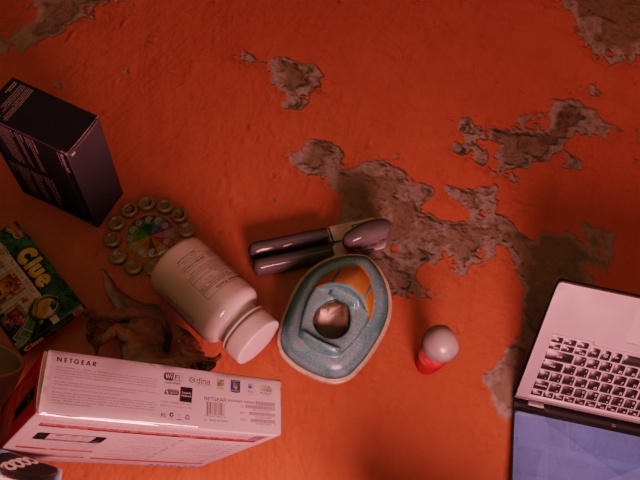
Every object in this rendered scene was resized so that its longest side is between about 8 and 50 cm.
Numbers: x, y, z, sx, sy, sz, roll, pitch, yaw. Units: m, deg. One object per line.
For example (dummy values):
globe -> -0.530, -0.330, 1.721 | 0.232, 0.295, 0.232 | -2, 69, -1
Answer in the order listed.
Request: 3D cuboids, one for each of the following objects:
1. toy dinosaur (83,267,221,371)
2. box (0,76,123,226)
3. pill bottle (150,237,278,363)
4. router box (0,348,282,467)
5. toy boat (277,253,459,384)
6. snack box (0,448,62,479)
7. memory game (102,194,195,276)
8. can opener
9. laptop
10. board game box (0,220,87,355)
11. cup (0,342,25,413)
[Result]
toy dinosaur -> -0.308, 0.171, 1.204 | 0.200, 0.127, 0.296 | -14, 48, -24
box -> -0.498, -0.158, 1.270 | 0.184, 0.261, 0.103 | 27, 63, 8
pill bottle -> -0.191, 0.112, 1.228 | 0.229, 0.131, 0.131 | 41, 66, 18
router box -> -0.274, 0.263, 0.985 | 0.335, 0.301, 0.082 | 15, 58, -30
toy boat -> 0.093, 0.153, 1.230 | 0.318, 0.148, 0.268 | 22, 62, 6
snack box -> -0.547, 0.346, 0.904 | 0.321, 0.060, 0.187 | 28, 101, -21
memory game -> -0.345, -0.010, 1.349 | 0.186, 0.012, 0.186 | 2, 62, -5
can opener -> 0.000, 0.000, 1.331 | 0.283, 0.095, 0.076 | -12, 63, -12
laptop -> 0.548, 0.328, 1.139 | 0.381, 0.408, 0.236 | 12, 25, 0
board game box -> -0.559, 0.081, 1.244 | 0.136, 0.030, 0.259 | -38, 61, -22
cup -> -0.659, 0.271, 1.030 | 0.331, 0.331, 0.237 | 15, 89, 2
